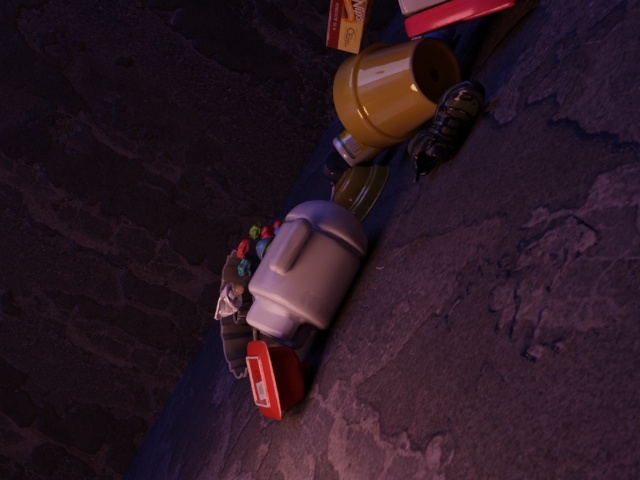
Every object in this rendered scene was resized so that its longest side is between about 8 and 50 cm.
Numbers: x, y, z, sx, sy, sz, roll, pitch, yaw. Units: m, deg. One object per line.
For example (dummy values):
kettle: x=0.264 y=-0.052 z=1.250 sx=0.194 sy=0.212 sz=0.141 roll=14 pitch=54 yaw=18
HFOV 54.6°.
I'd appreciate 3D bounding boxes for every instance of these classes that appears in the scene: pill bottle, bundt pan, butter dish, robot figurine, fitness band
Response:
pill bottle: x=0.324 y=-0.547 z=1.769 sx=0.160 sy=0.087 sz=0.087 roll=-61 pitch=11 yaw=-13
bundt pan: x=-0.161 y=0.184 z=1.596 sx=0.331 sy=0.124 sz=0.330 roll=179 pitch=90 yaw=-67
pill bottle: x=0.148 y=-0.300 z=1.731 sx=0.208 sy=0.117 sz=0.117 roll=-38 pitch=15 yaw=12
butter dish: x=-0.076 y=0.275 z=1.274 sx=0.160 sy=0.118 sz=0.159 roll=152 pitch=108 yaw=-67
robot figurine: x=-0.024 y=0.059 z=1.376 sx=0.353 sy=0.200 sz=0.300 roll=-62 pitch=-22 yaw=-13
fitness band: x=0.328 y=-0.520 z=1.382 sx=0.291 sy=0.054 sz=0.209 roll=-8 pitch=16 yaw=39

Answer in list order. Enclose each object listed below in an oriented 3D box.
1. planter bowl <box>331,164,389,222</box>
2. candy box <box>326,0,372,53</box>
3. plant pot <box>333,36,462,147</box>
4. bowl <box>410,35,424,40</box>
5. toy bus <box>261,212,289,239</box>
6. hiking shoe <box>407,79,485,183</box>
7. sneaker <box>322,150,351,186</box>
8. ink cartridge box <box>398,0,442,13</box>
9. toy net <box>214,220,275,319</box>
planter bowl: x=0.091 y=-0.135 z=1.689 sx=0.217 sy=0.090 sz=0.217 roll=-55 pitch=11 yaw=16
candy box: x=0.098 y=-0.629 z=1.488 sx=0.183 sy=0.088 sz=0.316 roll=99 pitch=-174 yaw=-60
plant pot: x=0.199 y=-0.368 z=1.496 sx=0.239 sy=0.254 sz=0.254 roll=-8 pitch=50 yaw=56
bowl: x=0.306 y=-0.573 z=1.942 sx=0.170 sy=0.080 sz=0.170 roll=-55 pitch=11 yaw=16
toy bus: x=-0.052 y=0.000 z=1.608 sx=0.149 sy=0.212 sz=0.220 roll=-56 pitch=19 yaw=22
hiking shoe: x=0.254 y=-0.209 z=1.225 sx=0.227 sy=0.086 sz=0.114 roll=124 pitch=157 yaw=-46
sneaker: x=0.070 y=-0.203 z=1.887 sx=0.131 sy=0.112 sz=0.319 roll=-63 pitch=-9 yaw=25
ink cartridge box: x=0.307 y=-0.643 z=1.430 sx=0.286 sy=0.166 sz=0.395 roll=-16 pitch=16 yaw=14
toy net: x=-0.167 y=0.076 z=1.388 sx=0.232 sy=0.045 sz=0.122 roll=-62 pitch=-21 yaw=-18
